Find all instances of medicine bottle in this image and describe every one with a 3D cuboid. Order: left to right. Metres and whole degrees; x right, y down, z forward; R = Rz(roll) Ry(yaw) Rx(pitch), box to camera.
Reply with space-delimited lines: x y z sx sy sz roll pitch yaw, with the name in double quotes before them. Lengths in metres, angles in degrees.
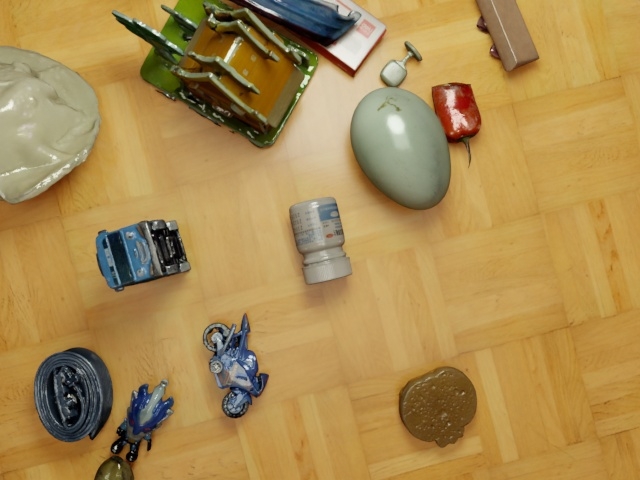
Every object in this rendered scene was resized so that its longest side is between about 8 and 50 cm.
"medicine bottle" 0.000 0.000 1.311 0.105 0.105 0.168 -13 89 -2

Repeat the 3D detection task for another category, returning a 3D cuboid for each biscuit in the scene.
"biscuit" 0.249 0.351 1.340 0.170 0.050 0.170 -1 95 -7

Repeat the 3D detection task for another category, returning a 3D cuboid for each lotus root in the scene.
"lotus root" -0.427 0.532 1.301 0.089 0.080 0.179 9 86 5

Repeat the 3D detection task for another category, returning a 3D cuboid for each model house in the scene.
"model house" -0.199 -0.381 1.213 0.358 0.313 0.242 31 86 0

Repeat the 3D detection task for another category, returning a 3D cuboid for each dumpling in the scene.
"dumpling" -0.616 -0.257 1.280 0.315 0.233 0.395 -35 74 -33

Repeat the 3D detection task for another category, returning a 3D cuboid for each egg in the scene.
"egg" 0.165 -0.183 1.279 0.183 0.183 0.264 -30 95 -2

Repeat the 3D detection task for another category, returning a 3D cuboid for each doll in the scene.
"doll" -0.365 0.366 1.313 0.096 0.070 0.195 30 100 -7

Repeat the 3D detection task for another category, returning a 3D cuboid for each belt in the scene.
"belt" -0.507 0.319 1.302 0.141 0.082 0.190 -8 88 4

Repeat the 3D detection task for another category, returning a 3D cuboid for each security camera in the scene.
"security camera" 0.168 -0.374 1.355 0.092 0.058 0.058 -43 90 10

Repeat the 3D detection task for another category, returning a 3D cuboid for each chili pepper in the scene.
"chili pepper" 0.293 -0.246 1.335 0.086 0.084 0.192 -14 86 31

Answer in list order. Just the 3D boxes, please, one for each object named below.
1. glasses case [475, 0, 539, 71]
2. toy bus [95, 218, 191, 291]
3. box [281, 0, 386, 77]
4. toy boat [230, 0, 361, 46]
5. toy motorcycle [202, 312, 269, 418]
"glasses case" 0.395 -0.456 1.356 0.102 0.070 0.193 -21 87 -29
"toy bus" -0.344 0.028 1.237 0.133 0.234 0.116 -15 89 1
"box" 0.015 -0.466 1.346 0.229 0.050 0.123 36 88 -1
"toy boat" -0.061 -0.495 1.245 0.309 0.129 0.142 20 109 -17
"toy motorcycle" -0.172 0.262 1.320 0.114 0.076 0.205 -16 87 -11
